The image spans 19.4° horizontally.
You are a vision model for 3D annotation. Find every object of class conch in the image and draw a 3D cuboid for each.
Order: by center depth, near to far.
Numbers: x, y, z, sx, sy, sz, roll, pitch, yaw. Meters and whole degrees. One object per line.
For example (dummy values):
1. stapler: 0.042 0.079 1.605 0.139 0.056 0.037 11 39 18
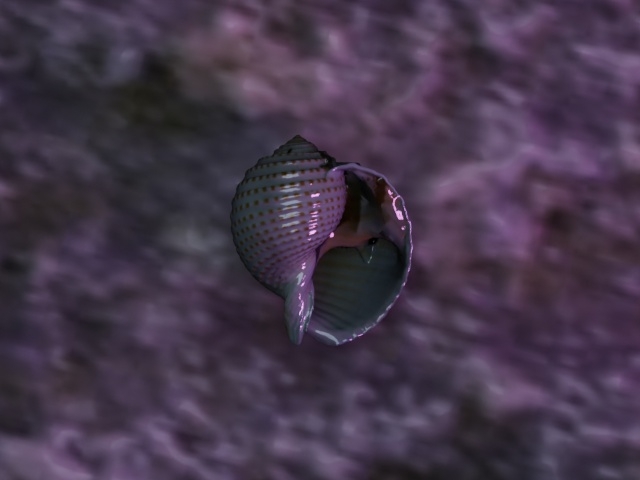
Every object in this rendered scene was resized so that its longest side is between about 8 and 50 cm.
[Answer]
1. conch: -0.001 -0.003 0.800 0.076 0.056 0.085 -4 114 -9
